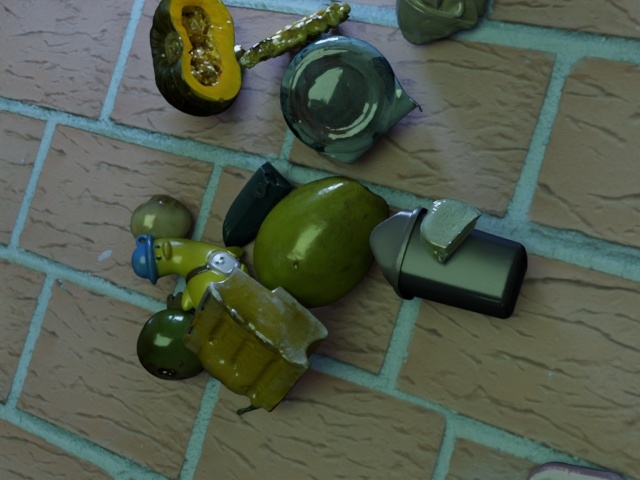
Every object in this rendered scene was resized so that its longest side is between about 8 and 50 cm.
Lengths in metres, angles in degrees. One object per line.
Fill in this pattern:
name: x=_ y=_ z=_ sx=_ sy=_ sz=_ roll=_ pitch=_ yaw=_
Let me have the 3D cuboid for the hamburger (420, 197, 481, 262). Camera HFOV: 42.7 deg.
hamburger: x=0.233 y=-0.030 z=1.525 sx=0.121 sy=0.054 sz=0.084 roll=-44 pitch=65 yaw=-11

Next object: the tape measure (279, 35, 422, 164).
tape measure: x=0.048 y=-0.308 z=1.789 sx=0.256 sy=0.147 sz=0.275 roll=-41 pitch=94 yaw=12

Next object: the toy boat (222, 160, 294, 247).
toy boat: x=-0.156 y=-0.072 z=1.908 sx=0.093 sy=0.103 sz=0.246 roll=43 pitch=114 yaw=11

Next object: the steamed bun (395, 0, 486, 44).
steamed bun: x=0.251 y=-0.550 z=1.762 sx=0.218 sy=0.144 sz=0.211 roll=-8 pitch=78 yaw=23

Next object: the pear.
pear: x=0.000 y=0.000 z=1.727 sx=0.253 sy=0.253 sz=0.307 roll=43 pitch=103 yaw=24

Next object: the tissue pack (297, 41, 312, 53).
tissue pack: x=-0.028 y=-0.422 z=1.930 sx=0.063 sy=0.035 sz=0.083 roll=30 pitch=93 yaw=26

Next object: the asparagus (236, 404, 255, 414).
asparagus: x=-0.136 y=0.371 z=1.855 sx=0.127 sy=0.018 sz=0.015 roll=-25 pitch=37 yaw=19

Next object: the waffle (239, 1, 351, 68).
waffle: x=-0.060 y=-0.463 z=1.849 sx=0.291 sy=0.291 sz=0.051 roll=-20 pitch=107 yaw=20

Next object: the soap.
soap: x=-0.144 y=0.207 z=1.704 sx=0.259 sy=0.281 sz=0.143 roll=37 pitch=57 yaw=1

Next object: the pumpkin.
pumpkin: x=-0.282 y=-0.444 z=1.969 sx=0.139 sy=0.222 sz=0.316 roll=-32 pitch=66 yaw=46

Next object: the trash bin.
trash bin: x=0.252 y=0.047 z=1.629 sx=0.291 sy=0.209 sz=0.182 roll=16 pitch=80 yaw=21

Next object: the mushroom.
mushroom: x=-0.386 y=-0.041 z=1.985 sx=0.148 sy=0.112 sz=0.147 roll=0 pitch=93 yaw=-5

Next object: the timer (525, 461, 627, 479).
timer: x=0.481 y=0.516 z=1.519 sx=0.209 sy=0.069 sz=0.190 roll=5 pitch=83 yaw=26

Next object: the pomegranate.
pomegranate: x=-0.329 y=0.217 z=1.887 sx=0.179 sy=0.179 sz=0.210 roll=4 pitch=76 yaw=25

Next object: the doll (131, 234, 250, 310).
doll: x=-0.271 y=0.077 z=1.890 sx=0.363 sy=0.145 sz=0.199 roll=27 pitch=60 yaw=10
